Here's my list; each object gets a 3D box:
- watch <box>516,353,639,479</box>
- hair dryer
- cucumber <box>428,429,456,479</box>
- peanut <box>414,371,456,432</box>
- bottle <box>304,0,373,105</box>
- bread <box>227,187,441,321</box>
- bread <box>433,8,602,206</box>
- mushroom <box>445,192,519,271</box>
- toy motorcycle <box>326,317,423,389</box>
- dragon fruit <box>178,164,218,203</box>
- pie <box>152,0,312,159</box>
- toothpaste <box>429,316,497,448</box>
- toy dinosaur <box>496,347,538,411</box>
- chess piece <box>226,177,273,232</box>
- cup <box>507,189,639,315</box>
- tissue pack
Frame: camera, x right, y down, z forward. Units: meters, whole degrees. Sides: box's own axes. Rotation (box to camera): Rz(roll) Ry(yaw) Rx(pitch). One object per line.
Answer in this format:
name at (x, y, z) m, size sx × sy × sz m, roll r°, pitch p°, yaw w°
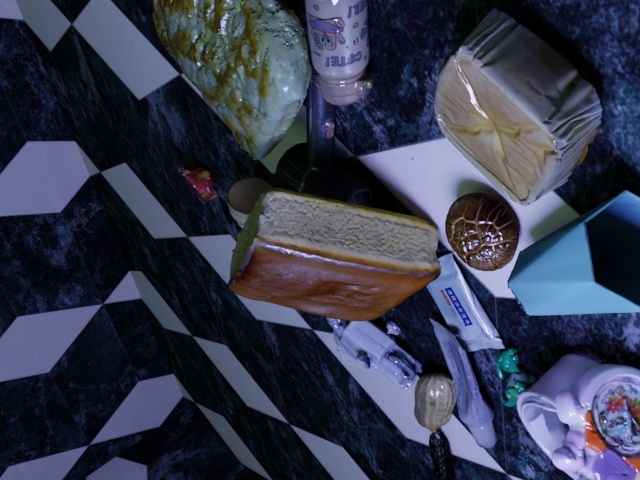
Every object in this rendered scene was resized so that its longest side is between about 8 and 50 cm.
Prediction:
watch at (0.413, 0.309, 1.196) m, size 0.244 × 0.196 × 0.231 m, roll 52°, pitch 162°, yaw 4°
hair dryer at (0.011, -0.198, 1.444) m, size 0.189 × 0.107 × 0.352 m, roll 36°, pitch 142°, yaw 34°
cucumber at (0.279, 0.499, 1.814) m, size 0.053 × 0.053 × 0.181 m, roll 27°, pitch 139°, yaw 48°
peanut at (0.237, 0.340, 1.660) m, size 0.093 × 0.083 × 0.194 m, roll 45°, pitch 153°, yaw 26°
bottle at (0.037, -0.313, 1.254) m, size 0.110 × 0.097 × 0.209 m, roll 21°, pitch 141°, yaw 27°
bread at (0.013, 0.038, 1.455) m, size 0.323 × 0.333 × 0.143 m, roll 127°, pitch 152°, yaw -66°
bread at (0.251, -0.166, 1.016) m, size 0.210 × 0.110 × 0.192 m, roll 48°, pitch 160°, yaw 21°
mushroom at (0.249, -0.012, 1.225) m, size 0.126 × 0.085 × 0.109 m, roll 42°, pitch 151°, yaw 18°
toy motorcycle at (0.115, 0.239, 1.761) m, size 0.260 × 0.110 × 0.171 m, roll 35°, pitch 164°, yaw 27°
dragon fruit at (-0.324, -0.162, 2.127) m, size 0.126 × 0.068 × 0.112 m, roll 55°, pitch 169°, yaw -25°
pie at (-0.163, -0.342, 1.449) m, size 0.418 × 0.180 × 0.395 m, roll 57°, pitch 159°, yaw 20°
toothpaste at (0.282, 0.283, 1.528) m, size 0.099 × 0.068 × 0.282 m, roll -3°, pitch 119°, yaw 46°
toy dinosaur at (0.347, 0.254, 1.404) m, size 0.096 × 0.059 × 0.132 m, roll 49°, pitch 147°, yaw 38°
chess piece at (-0.162, 0.014, 1.984) m, size 0.117 × 0.117 × 0.397 m, roll 44°, pitch 153°, yaw 27°
cup at (0.349, 0.041, 1.049) m, size 0.134 × 0.148 × 0.235 m, roll 58°, pitch 160°, yaw 5°
tissue pack at (0.253, 0.118, 1.439) m, size 0.193 × 0.026 × 0.122 m, roll 58°, pitch 155°, yaw -2°
